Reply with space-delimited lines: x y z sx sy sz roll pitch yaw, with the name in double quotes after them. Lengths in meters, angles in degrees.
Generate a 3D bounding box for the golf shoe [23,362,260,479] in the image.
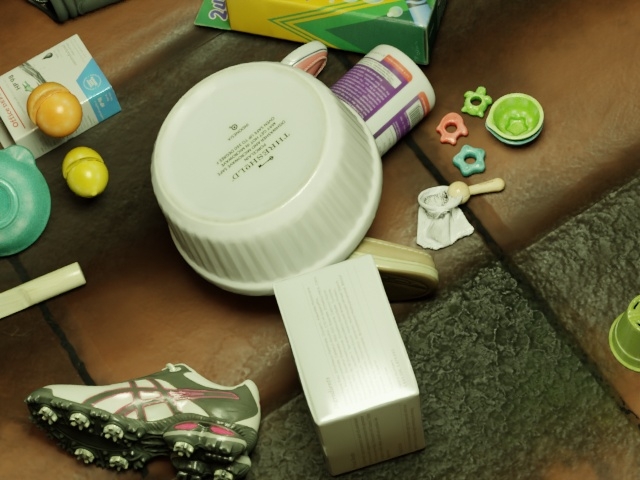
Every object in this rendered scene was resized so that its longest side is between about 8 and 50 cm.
-0.203 0.202 1.765 0.273 0.105 0.120 11 49 6 "golf shoe"

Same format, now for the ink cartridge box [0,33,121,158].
-0.365 -0.176 1.983 0.180 0.060 0.104 -31 64 -9 "ink cartridge box"

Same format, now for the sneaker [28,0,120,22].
-0.376 -0.420 2.081 0.147 0.104 0.296 -31 68 -15 "sneaker"

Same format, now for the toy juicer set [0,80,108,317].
-0.369 -0.046 1.902 0.209 0.089 0.329 -2 91 -5 "toy juicer set"

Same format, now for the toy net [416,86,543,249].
0.176 -0.096 1.886 0.122 0.045 0.232 30 71 19 "toy net"

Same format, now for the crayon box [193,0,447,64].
0.009 -0.357 2.006 0.323 0.083 0.203 11 58 13 "crayon box"

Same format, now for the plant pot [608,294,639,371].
0.376 0.098 1.745 0.083 0.079 0.083 -3 62 5 "plant pot"

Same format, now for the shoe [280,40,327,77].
-0.040 -0.173 1.945 0.178 0.063 0.081 -42 71 -11 "shoe"

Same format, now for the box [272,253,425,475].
0.034 0.142 1.706 0.119 0.181 0.182 -17 63 -3 "box"

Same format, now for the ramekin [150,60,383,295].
-0.072 -0.084 1.758 0.273 0.127 0.273 -8 61 16 "ramekin"

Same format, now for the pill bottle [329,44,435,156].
0.041 -0.145 1.892 0.193 0.108 0.108 -42 66 -15 "pill bottle"

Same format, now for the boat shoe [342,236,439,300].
0.000 0.000 1.828 0.302 0.109 0.098 9 66 17 "boat shoe"
